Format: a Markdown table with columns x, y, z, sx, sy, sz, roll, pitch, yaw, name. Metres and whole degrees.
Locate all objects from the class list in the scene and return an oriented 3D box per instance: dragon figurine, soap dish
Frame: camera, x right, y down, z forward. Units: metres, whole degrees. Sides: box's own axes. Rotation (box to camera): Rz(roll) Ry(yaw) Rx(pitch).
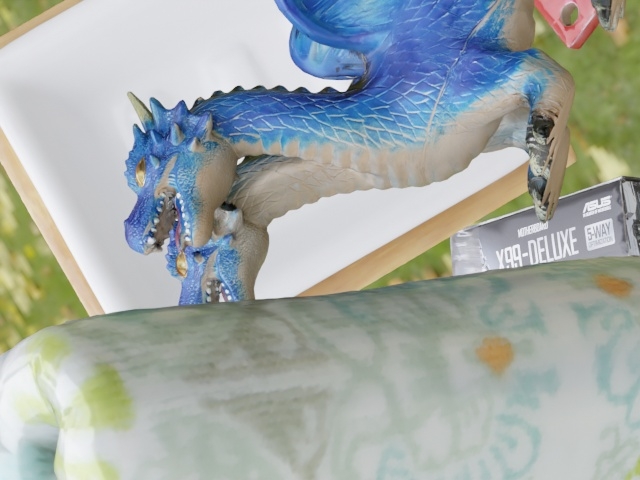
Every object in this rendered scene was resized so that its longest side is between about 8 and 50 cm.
| x | y | z | sx | sy | sz | roll | pitch | yaw | name |
| --- | --- | --- | --- | --- | --- | --- | --- | --- | --- |
| 0.031 | -0.095 | 0.618 | 0.144 | 0.289 | 0.085 | 17 | 167 | 13 | dragon figurine |
| -0.032 | -0.070 | 1.038 | 0.229 | 0.290 | 0.118 | 60 | 176 | 3 | soap dish |

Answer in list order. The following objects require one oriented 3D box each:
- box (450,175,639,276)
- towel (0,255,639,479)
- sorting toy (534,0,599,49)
| x | y | z | sx | sy | sz | roll | pitch | yaw | name |
| --- | --- | --- | --- | --- | --- | --- | --- | --- | --- |
| 0.317 | 0.013 | 1.685 | 0.242 | 0.307 | 0.077 | -20 | 70 | 54 | box |
| -0.012 | 0.180 | 0.615 | 0.090 | 0.320 | 0.375 | 35 | 116 | 33 | towel |
| 0.136 | -0.215 | 0.766 | 0.274 | 0.046 | 0.132 | -54 | 48 | 32 | sorting toy |
